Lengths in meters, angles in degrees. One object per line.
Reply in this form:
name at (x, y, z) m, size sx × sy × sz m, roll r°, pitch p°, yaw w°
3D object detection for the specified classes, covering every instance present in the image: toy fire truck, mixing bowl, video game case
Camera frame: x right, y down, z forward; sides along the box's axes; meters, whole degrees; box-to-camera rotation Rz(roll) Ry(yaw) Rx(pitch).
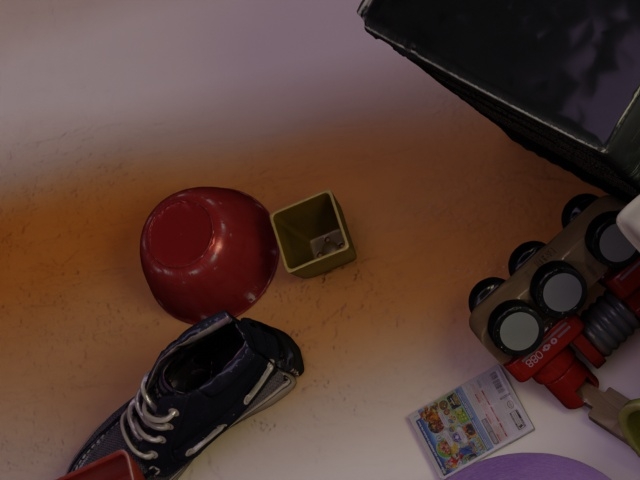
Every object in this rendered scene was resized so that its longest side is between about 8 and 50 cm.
toy fire truck at (0.317, 0.106, 1.714) m, size 0.217 × 0.158 × 0.246 m, roll -42°, pitch 107°, yaw 3°
mixing bowl at (-0.152, 0.006, 1.927) m, size 0.181 × 0.098 × 0.181 m, roll -6°, pitch 72°, yaw 19°
video game case at (0.171, 0.207, 1.789) m, size 0.122 × 0.011 × 0.087 m, roll -31°, pitch 66°, yaw 8°

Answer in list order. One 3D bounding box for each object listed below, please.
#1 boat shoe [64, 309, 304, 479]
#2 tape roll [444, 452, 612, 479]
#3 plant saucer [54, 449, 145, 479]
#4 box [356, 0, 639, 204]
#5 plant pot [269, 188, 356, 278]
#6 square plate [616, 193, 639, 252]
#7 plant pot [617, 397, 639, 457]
boat shoe at (-0.190, 0.201, 1.843) m, size 0.340 × 0.158 × 0.127 m, roll -39°, pitch 64°, yaw 4°
tape roll at (0.214, 0.361, 1.634) m, size 0.275 × 0.090 × 0.274 m, roll -10°, pitch 50°, yaw 13°
plant saucer at (-0.259, 0.398, 1.811) m, size 0.258 × 0.048 × 0.259 m, roll -28°, pitch 69°, yaw 38°
box at (0.348, -0.302, 1.603) m, size 0.297 × 0.472 × 0.480 m, roll 32°, pitch 95°, yaw 24°
plant pot at (0.000, 0.000, 1.880) m, size 0.081 × 0.083 × 0.081 m, roll -23°, pitch 67°, yaw 13°
square plate at (0.485, 0.008, 1.328) m, size 0.344 × 0.049 × 0.347 m, roll 47°, pitch 118°, yaw -1°
plant pot at (0.482, 0.151, 1.575) m, size 0.276 × 0.276 × 0.254 m, roll 29°, pitch 73°, yaw 26°
